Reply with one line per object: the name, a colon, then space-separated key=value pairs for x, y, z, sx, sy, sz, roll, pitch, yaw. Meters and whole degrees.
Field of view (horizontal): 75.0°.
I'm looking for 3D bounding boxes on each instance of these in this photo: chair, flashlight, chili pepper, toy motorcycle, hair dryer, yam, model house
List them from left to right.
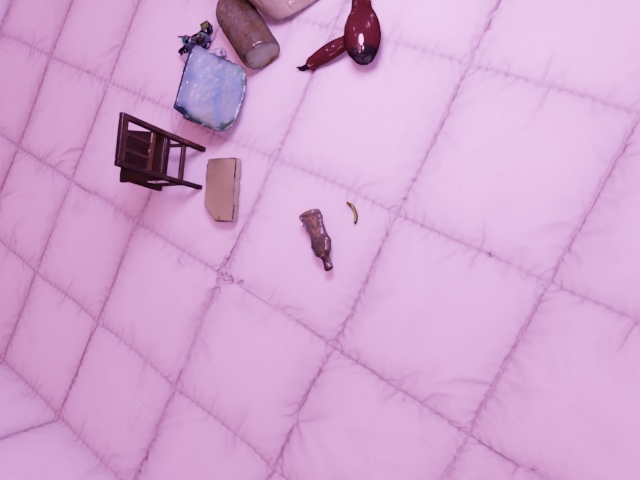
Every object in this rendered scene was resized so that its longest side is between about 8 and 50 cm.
chair: x=-0.658 y=-0.312 z=1.548 sx=0.240 sy=0.416 sz=0.203 roll=5 pitch=88 yaw=23
toy motorcycle: x=-0.522 y=-0.828 z=1.729 sx=0.173 sy=0.058 sz=0.100 roll=-18 pitch=72 yaw=20
flashlight: x=-0.473 y=-0.741 z=1.682 sx=0.200 sy=0.093 sz=0.048 roll=2 pitch=117 yaw=23
model house: x=-0.441 y=-0.563 z=1.624 sx=0.241 sy=0.225 sz=0.261 roll=19 pitch=91 yaw=61
yam: x=-0.272 y=-0.776 z=1.560 sx=0.161 sy=0.161 sz=0.268 roll=-37 pitch=72 yaw=17
hair dryer: x=0.048 y=-0.715 z=1.465 sx=0.340 sy=0.123 sz=0.313 roll=-16 pitch=68 yaw=32
chili pepper: x=0.110 y=-0.097 z=1.415 sx=0.030 sy=0.017 sz=0.083 roll=-18 pitch=79 yaw=23

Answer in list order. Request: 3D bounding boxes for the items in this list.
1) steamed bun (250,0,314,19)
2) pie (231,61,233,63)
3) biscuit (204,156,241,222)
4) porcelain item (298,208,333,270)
steamed bun: x=-0.116 y=-1.030 z=1.398 sx=0.455 sy=0.371 sz=0.290 roll=-29 pitch=74 yaw=15
pie: x=-0.380 y=-0.683 z=1.675 sx=0.085 sy=0.017 sz=0.085 roll=-2 pitch=84 yaw=23
biscuit: x=-0.377 y=-0.194 z=1.617 sx=0.150 sy=0.052 sz=0.252 roll=0 pitch=84 yaw=27
porcelain item: x=0.000 y=0.000 z=1.427 sx=0.081 sy=0.069 sz=0.216 roll=-26 pitch=75 yaw=16
